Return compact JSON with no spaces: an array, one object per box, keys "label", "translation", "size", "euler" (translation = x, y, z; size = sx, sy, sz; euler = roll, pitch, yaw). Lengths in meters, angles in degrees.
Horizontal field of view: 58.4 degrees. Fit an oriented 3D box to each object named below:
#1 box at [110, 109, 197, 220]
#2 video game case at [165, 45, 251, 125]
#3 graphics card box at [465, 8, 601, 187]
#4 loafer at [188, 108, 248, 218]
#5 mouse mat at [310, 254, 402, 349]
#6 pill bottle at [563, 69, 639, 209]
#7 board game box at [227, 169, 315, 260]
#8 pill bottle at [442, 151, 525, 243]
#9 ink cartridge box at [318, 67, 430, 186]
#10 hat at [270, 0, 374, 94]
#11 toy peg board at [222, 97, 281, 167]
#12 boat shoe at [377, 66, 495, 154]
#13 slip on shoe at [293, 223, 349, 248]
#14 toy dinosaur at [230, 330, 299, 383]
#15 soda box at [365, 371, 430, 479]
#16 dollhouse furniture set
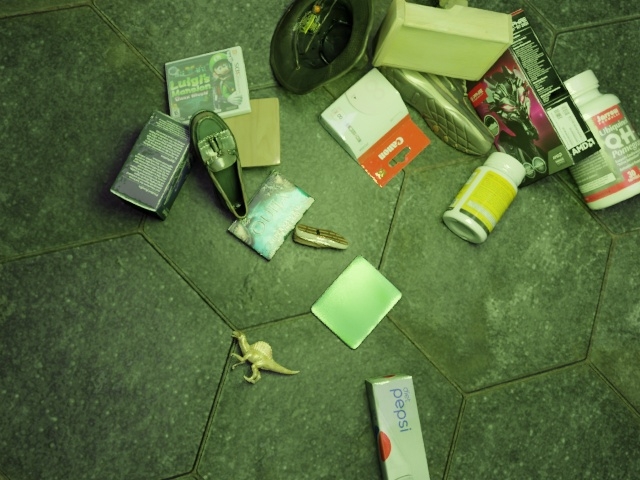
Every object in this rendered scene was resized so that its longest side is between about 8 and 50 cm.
[{"label":"box","translation":[-0.365,-0.164,1.292],"size":[0.108,0.153,0.207],"euler":[25,82,-5]},{"label":"video game case","translation":[-0.268,-0.363,1.356],"size":[0.191,0.022,0.173],"euler":[-12,74,5]},{"label":"graphics card box","translation":[0.483,-0.327,1.380],"size":[0.094,0.233,0.370],"euler":[-29,89,-15]},{"label":"loafer","translation":[-0.209,-0.163,1.266],"size":[0.096,0.267,0.084],"euler":[-28,45,-14]},{"label":"mouse mat","translation":[0.089,0.149,1.390],"size":[0.153,0.007,0.189],"euler":[43,79,-1]},{"label":"pill bottle","translation":[0.684,-0.251,1.426],"size":[0.176,0.176,0.318],"euler":[-27,88,-10]},{"label":"board game box","translation":[-0.117,-0.061,1.376],"size":[0.126,0.026,0.186],"euler":[36,80,-3]},{"label":"pill bottle","translation":[0.403,-0.106,1.402],"size":[0.119,0.119,0.208],"euler":[37,81,-2]},{"label":"ink cartridge box","translation":[0.141,-0.281,1.422],"size":[0.189,0.066,0.232],"euler":[-43,86,-10]},{"label":"hat","translation":[0.031,-0.467,1.360],"size":[0.134,0.331,0.331],"euler":[21,79,-45]},{"label":"toy peg board","translation":[-0.170,-0.246,1.375],"size":[0.161,0.079,0.161],"euler":[-3,82,8]},{"label":"boat shoe","translation":[0.304,-0.362,1.413],"size":[0.355,0.132,0.130],"euler":[43,79,-2]},{"label":"slip on shoe","translation":[0.000,0.000,1.379],"size":[0.136,0.051,0.041],"euler":[14,122,-14]},{"label":"toy dinosaur","translation":[-0.141,0.283,1.321],"size":[0.183,0.053,0.092],"euler":[36,79,-2]},{"label":"soda box","translation":[0.179,0.458,1.324],"size":[0.098,0.091,0.286],"euler":[-8,85,-8]},{"label":"dollhouse furniture set","translation":[0.262,-0.585,1.278],"size":[0.257,0.362,0.393],"euler":[6,74,-12]}]
